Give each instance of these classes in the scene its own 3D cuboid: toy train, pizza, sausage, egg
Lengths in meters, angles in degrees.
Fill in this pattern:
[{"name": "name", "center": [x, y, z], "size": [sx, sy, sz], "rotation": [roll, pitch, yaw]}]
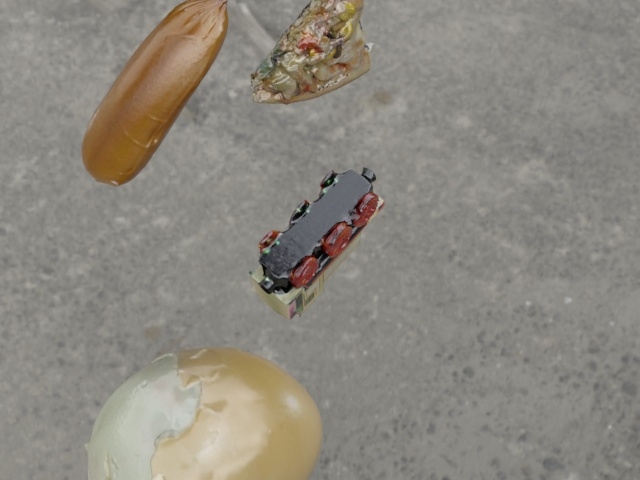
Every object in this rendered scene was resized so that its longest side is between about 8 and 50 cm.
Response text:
[{"name": "toy train", "center": [0.000, 0.000, 0.762], "size": [0.050, 0.087, 0.138], "rotation": [37, 71, 17]}, {"name": "pizza", "center": [0.014, -0.224, 0.976], "size": [0.185, 0.195, 0.052], "rotation": [-25, 63, -35]}, {"name": "sausage", "center": [-0.124, -0.103, 0.652], "size": [0.054, 0.183, 0.062], "rotation": [2, 51, -46]}, {"name": "egg", "center": [-0.110, 0.206, 0.911], "size": [0.244, 0.201, 0.201], "rotation": [-5, 42, -35]}]
